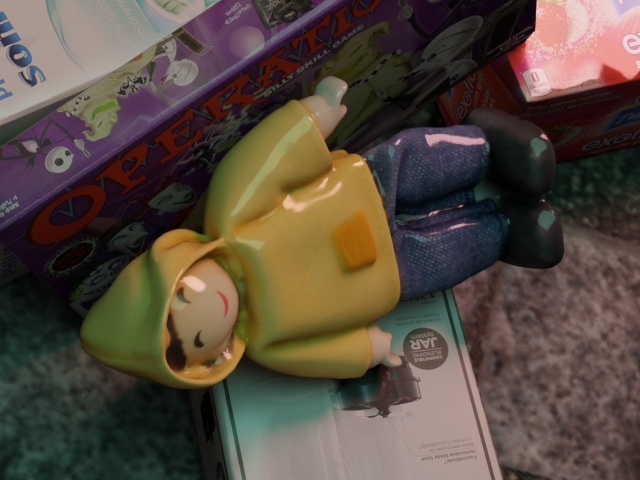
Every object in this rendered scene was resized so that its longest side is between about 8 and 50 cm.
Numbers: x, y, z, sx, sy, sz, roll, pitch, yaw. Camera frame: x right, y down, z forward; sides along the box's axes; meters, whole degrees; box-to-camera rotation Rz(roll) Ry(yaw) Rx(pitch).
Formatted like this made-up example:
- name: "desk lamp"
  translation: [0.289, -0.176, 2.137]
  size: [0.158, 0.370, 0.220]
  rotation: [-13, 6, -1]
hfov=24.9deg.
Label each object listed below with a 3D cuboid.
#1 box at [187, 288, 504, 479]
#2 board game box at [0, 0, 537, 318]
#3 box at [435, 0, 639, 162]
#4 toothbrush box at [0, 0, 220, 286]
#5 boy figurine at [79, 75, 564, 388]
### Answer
- name: "box"
  translation: [0.024, 0.174, 0.865]
  size: [0.169, 0.087, 0.290]
  rotation: [-7, 68, -18]
- name: "board game box"
  translation: [-0.024, -0.085, 0.841]
  size: [0.346, 0.208, 0.056]
  rotation: [-34, 68, -4]
- name: "box"
  translation: [0.212, -0.145, 1.044]
  size: [0.256, 0.123, 0.128]
  rotation: [-13, 69, -20]
- name: "toothbrush box"
  translation: [-0.105, -0.118, 0.893]
  size: [0.295, 0.216, 0.126]
  rotation: [-29, 74, -24]
- name: "boy figurine"
  translation: [0.000, 0.000, 0.810]
  size: [0.285, 0.092, 0.177]
  rotation: [-18, 112, -30]
